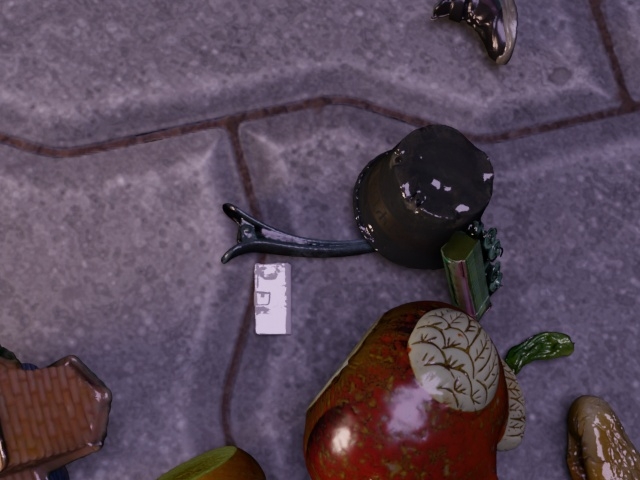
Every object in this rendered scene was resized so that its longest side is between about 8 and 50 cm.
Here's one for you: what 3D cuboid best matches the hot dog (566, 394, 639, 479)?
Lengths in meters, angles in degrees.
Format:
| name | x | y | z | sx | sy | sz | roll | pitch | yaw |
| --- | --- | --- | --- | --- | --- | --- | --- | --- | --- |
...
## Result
| name | x | y | z | sx | sy | sz | roll | pitch | yaw |
| --- | --- | --- | --- | --- | --- | --- | --- | --- | --- |
| hot dog | 0.339 | 0.287 | 1.287 | 0.073 | 0.084 | 0.242 | -30 | 84 | -15 |

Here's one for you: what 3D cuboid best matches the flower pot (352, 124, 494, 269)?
| name | x | y | z | sx | sy | sz | roll | pitch | yaw |
| --- | --- | --- | --- | --- | --- | --- | --- | --- | --- |
| flower pot | 0.124 | -0.058 | 1.315 | 0.157 | 0.107 | 0.157 | 5 | 64 | -11 |

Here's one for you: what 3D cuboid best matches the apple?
| name | x | y | z | sx | sy | sz | roll | pitch | yaw |
| --- | --- | --- | --- | --- | --- | --- | --- | --- | --- |
| apple | -0.122 | 0.294 | 1.186 | 0.147 | 0.146 | 0.163 | -4 | 79 | -5 |

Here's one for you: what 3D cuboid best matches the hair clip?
| name | x | y | z | sx | sy | sz | roll | pitch | yaw |
| --- | --- | --- | --- | --- | --- | --- | --- | --- | --- |
| hair clip | 0.000 | 0.000 | 1.337 | 0.229 | 0.039 | 0.070 | 4 | 72 | -12 |

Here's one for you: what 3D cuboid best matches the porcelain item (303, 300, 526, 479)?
| name | x | y | z | sx | sy | sz | roll | pitch | yaw |
| --- | --- | --- | --- | --- | --- | --- | --- | --- | --- |
| porcelain item | 0.111 | 0.196 | 1.195 | 0.253 | 0.253 | 0.253 | 2 | 76 | -8 |

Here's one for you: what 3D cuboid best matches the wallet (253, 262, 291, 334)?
| name | x | y | z | sx | sy | sz | roll | pitch | yaw |
| --- | --- | --- | --- | --- | --- | --- | --- | --- | --- |
| wallet | -0.054 | 0.066 | 1.320 | 0.044 | 0.011 | 0.083 | 1 | 77 | -8 |

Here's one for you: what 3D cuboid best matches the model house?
| name | x | y | z | sx | sy | sz | roll | pitch | yaw |
| --- | --- | --- | --- | --- | --- | --- | --- | --- | --- |
| model house | -0.308 | 0.182 | 1.176 | 0.172 | 0.183 | 0.166 | 0 | 69 | -48 |

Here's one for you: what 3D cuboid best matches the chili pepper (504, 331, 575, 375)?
| name | x | y | z | sx | sy | sz | roll | pitch | yaw |
| --- | --- | --- | --- | --- | --- | --- | --- | --- | --- |
| chili pepper | 0.251 | 0.128 | 1.342 | 0.091 | 0.030 | 0.034 | -18 | 104 | -10 |

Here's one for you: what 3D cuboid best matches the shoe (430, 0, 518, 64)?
| name | x | y | z | sx | sy | sz | roll | pitch | yaw |
| --- | --- | --- | --- | --- | --- | --- | --- | --- | --- |
| shoe | 0.180 | -0.288 | 1.416 | 0.099 | 0.071 | 0.169 | -11 | 74 | -8 |

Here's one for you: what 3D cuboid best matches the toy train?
| name | x | y | z | sx | sy | sz | roll | pitch | yaw |
| --- | --- | --- | --- | --- | --- | --- | --- | --- | --- |
| toy train | 0.172 | 0.033 | 1.297 | 0.038 | 0.148 | 0.071 | 34 | 70 | 30 |
